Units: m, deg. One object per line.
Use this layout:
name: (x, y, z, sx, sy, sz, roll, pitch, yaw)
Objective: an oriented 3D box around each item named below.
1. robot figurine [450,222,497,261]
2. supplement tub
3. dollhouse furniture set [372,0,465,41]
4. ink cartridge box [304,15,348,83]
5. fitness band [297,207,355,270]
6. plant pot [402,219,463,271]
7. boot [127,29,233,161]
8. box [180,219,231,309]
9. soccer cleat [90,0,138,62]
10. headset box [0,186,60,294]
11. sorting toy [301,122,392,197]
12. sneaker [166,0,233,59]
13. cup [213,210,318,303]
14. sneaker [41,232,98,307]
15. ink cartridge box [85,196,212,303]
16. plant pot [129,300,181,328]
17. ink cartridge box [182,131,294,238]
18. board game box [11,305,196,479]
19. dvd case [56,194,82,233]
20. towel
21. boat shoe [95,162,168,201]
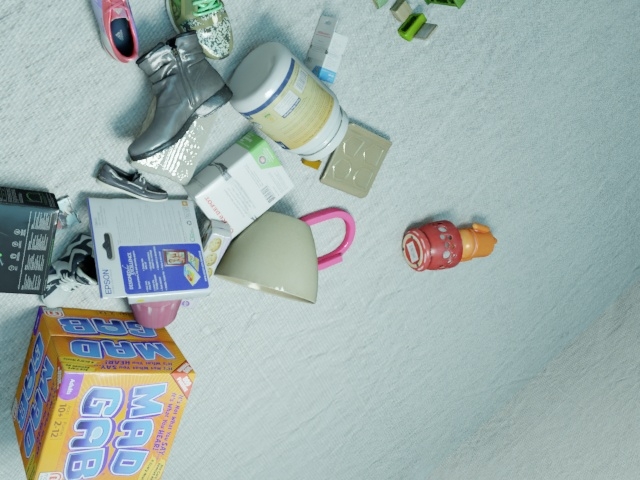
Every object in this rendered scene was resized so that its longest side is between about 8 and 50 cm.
robot figurine: (0.624, 0.008, 2.560, 0.219, 0.158, 0.128, -3, 74, -33)
supplement tub: (-0.087, -0.394, 1.813, 0.316, 0.228, 0.228, 36, 90, -40)
dollhouse furniture set: (0.275, -0.783, 1.918, 0.197, 0.151, 0.301, -51, 130, -2)
ink cartridge box: (0.019, -0.575, 1.878, 0.060, 0.104, 0.180, 11, 106, -37)
fitness band: (0.000, 0.000, 2.180, 0.291, 0.054, 0.209, -20, 122, -26)
plant pot: (0.425, 0.026, 2.393, 0.174, 0.191, 0.191, -10, 117, -27)
boot: (-0.416, -0.381, 1.631, 0.338, 0.118, 0.222, -43, 122, -15)
box: (-0.358, 0.079, 1.887, 0.067, 0.063, 0.324, 16, 126, -26)
soccer cleat: (-0.508, -0.588, 1.506, 0.109, 0.116, 0.318, -23, 123, -24)
headset box: (-0.825, -0.004, 1.558, 0.283, 0.131, 0.246, 5, 110, -32)
sorting toy: (0.085, -0.283, 2.113, 0.307, 0.041, 0.229, 18, 106, -38)
sneaker: (-0.311, -0.643, 1.570, 0.158, 0.182, 0.410, -33, 127, -17)
cup: (-0.143, 0.044, 1.964, 0.331, 0.331, 0.236, 23, 79, -39)
sneaker: (-0.677, 0.106, 1.707, 0.235, 0.153, 0.094, -52, 129, -2)
ink cartridge box: (-0.479, 0.024, 1.731, 0.307, 0.303, 0.072, -2, 154, -31)
plant pot: (-0.490, 0.154, 1.847, 0.201, 0.201, 0.180, -13, 135, -29)
ink cartridge box: (-0.246, -0.164, 1.891, 0.273, 0.115, 0.198, -41, 128, -11)
board game box: (-0.626, 0.434, 1.770, 0.357, 0.356, 0.356, 10, 106, -37)
dvd case: (-0.721, -0.061, 1.687, 0.119, 0.013, 0.087, -27, 125, -21)
towel: (-0.409, -0.309, 1.757, 0.187, 0.049, 0.282, 18, 102, -37)
boat shoe: (-0.515, -0.161, 1.739, 0.206, 0.075, 0.065, 16, 106, -33)
